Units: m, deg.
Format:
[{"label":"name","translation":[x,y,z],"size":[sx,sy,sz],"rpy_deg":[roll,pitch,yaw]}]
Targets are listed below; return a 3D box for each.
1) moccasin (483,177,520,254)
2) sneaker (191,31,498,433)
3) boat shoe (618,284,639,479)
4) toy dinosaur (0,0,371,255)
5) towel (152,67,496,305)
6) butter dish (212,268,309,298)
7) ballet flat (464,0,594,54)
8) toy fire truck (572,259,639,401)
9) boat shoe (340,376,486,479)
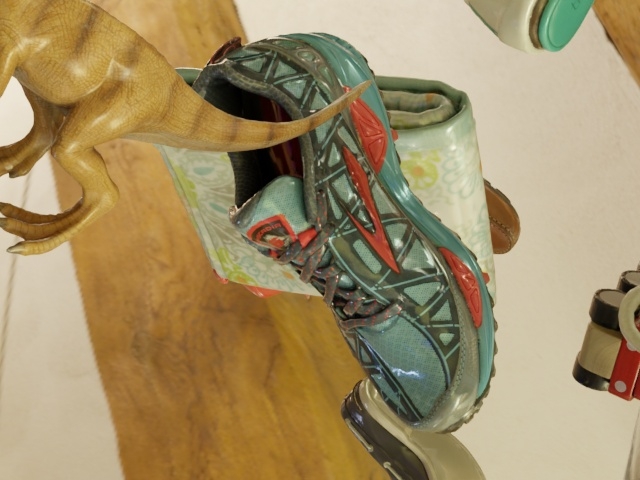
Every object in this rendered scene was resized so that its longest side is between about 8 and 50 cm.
[{"label":"moccasin","translation":[0.088,-0.053,1.421],"size":[0.139,0.380,0.147],"rpy_deg":[135,-28,-58]},{"label":"sneaker","translation":[0.000,0.000,0.612],"size":[0.104,0.125,0.261],"rpy_deg":[-40,-110,40]},{"label":"boat shoe","translation":[0.192,0.065,0.430],"size":[0.136,0.367,0.156],"rpy_deg":[2,-82,17]},{"label":"toy dinosaur","translation":[-0.073,-0.050,0.376],"size":[0.112,0.211,0.064],"rpy_deg":[-47,-137,15]},{"label":"towel","translation":[0.005,-0.052,1.192],"size":[0.375,0.320,0.090],"rpy_deg":[8,-125,22]},{"label":"butter dish","translation":[-0.106,0.022,1.569],"size":[0.118,0.160,0.160],"rpy_deg":[-31,-123,-4]},{"label":"ballet flat","translation":[0.269,-0.362,1.006],"size":[0.139,0.139,0.400],"rpy_deg":[34,-93,34]},{"label":"toy fire truck","translation":[0.462,0.155,1.302],"size":[0.246,0.217,0.158],"rpy_deg":[24,-61,31]},{"label":"boat shoe","translation":[0.100,0.228,1.095],"size":[0.206,0.075,0.065],"rpy_deg":[50,-50,-1]}]
